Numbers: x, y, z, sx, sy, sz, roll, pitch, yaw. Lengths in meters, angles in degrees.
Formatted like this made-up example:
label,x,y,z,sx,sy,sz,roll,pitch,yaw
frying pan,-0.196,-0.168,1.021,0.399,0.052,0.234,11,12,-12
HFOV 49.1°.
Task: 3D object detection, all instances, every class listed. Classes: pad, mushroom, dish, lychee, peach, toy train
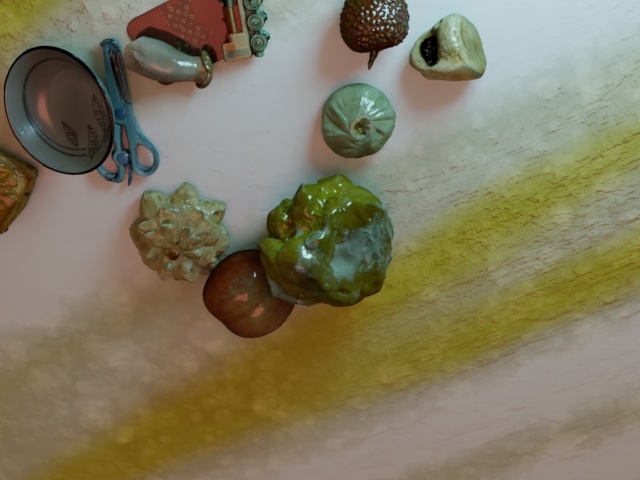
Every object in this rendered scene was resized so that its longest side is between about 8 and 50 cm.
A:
label,x,y,z,sx,sy,sz,roll,pitch,yaw
pad,-0.320,-0.503,1.702,0.267,0.004,0.181,-24,118,12
mushroom,-0.366,-0.429,1.693,0.212,0.088,0.097,8,87,-11
dish,-0.618,-0.325,1.725,0.316,0.106,0.317,7,116,15
lychee,0.126,-0.497,1.619,0.165,0.165,0.198,-8,104,4
peach,-0.200,0.149,1.944,0.252,0.252,0.253,0,120,0
toy train,-0.185,-0.515,1.655,0.118,0.074,0.176,-8,120,3

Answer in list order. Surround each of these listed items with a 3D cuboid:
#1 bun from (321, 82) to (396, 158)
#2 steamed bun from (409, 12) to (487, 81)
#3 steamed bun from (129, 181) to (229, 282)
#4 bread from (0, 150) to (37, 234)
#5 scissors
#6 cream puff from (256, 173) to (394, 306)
label,x,y,z,sx,sy,sz,roll,pitch,yaw
bun,0.092,-0.292,1.763,0.195,0.118,0.196,0,123,0
steamed bun,0.294,-0.441,1.670,0.155,0.172,0.141,-12,81,34
steamed bun,-0.386,-0.012,1.908,0.295,0.137,0.292,-24,114,15
bread,-0.884,-0.134,1.851,0.210,0.099,0.235,28,116,-16
scissors,-0.513,-0.321,1.787,0.180,0.032,0.393,1,120,1
cream puff,0.000,0.000,1.860,0.378,0.275,0.379,-12,113,-32
